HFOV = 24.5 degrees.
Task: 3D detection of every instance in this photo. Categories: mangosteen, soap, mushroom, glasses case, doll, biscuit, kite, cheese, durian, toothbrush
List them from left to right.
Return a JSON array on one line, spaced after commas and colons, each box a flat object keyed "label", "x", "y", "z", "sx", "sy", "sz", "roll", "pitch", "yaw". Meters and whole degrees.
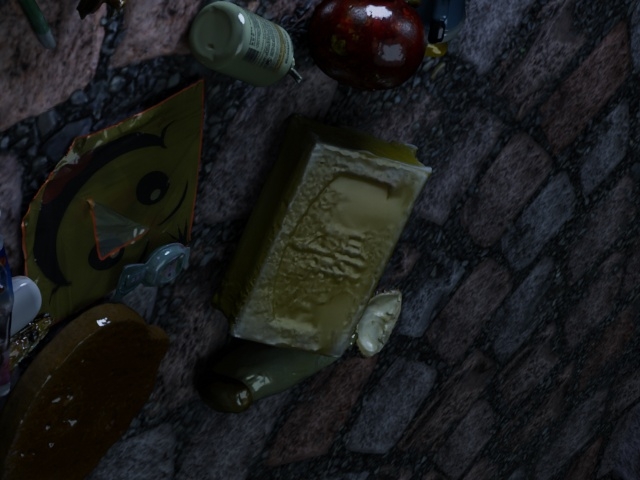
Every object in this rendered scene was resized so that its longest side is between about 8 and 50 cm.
[{"label": "glasses case", "x": -0.387, "y": 0.097, "z": 1.657, "sx": 0.164, "sy": 0.041, "sz": 0.063, "roll": -33, "pitch": 142, "yaw": -26}, {"label": "toothbrush", "x": -0.302, "y": -0.265, "z": 1.408, "sx": 0.024, "sy": 0.018, "sz": 0.257, "roll": -50, "pitch": 151, "yaw": -18}, {"label": "biscuit", "x": -0.309, "y": 0.200, "z": 1.885, "sx": 0.273, "sy": 0.049, "sz": 0.257, "roll": -54, "pitch": 154, "yaw": 6}, {"label": "kite", "x": -0.293, "y": 0.094, "z": 1.839, "sx": 0.044, "sy": 0.002, "sz": 0.078, "roll": -52, "pitch": 151, "yaw": 1}, {"label": "kite", "x": -0.235, "y": -0.033, "z": 1.770, "sx": 0.378, "sy": 0.013, "sz": 0.327, "roll": -55, "pitch": 152, "yaw": 2}, {"label": "cheese", "x": -0.210, "y": 0.036, "z": 1.854, "sx": 0.120, "sy": 0.026, "sz": 0.067, "roll": -25, "pitch": 143, "yaw": -43}, {"label": "mushroom", "x": -0.045, "y": 0.172, "z": 2.195, "sx": 0.333, "sy": 0.107, "sz": 0.087, "roll": -21, "pitch": 105, "yaw": -43}, {"label": "soap", "x": 0.000, "y": 0.000, "z": 1.993, "sx": 0.199, "sy": 0.091, "sz": 0.315, "roll": 15, "pitch": 113, "yaw": -25}, {"label": "durian", "x": 0.083, "y": 0.126, "z": 2.367, "sx": 0.052, "sy": 0.066, "sz": 0.130, "roll": 20, "pitch": 96, "yaw": -61}, {"label": "mangosteen", "x": 0.072, "y": -0.271, "z": 1.821, "sx": 0.181, "sy": 0.145, "sz": 0.156, "roll": -57, "pitch": -173, "yaw": -8}, {"label": "doll", "x": 0.170, "y": -0.373, "z": 1.845, "sx": 0.141, "sy": 0.177, "sz": 0.314, "roll": 7, "pitch": 140, "yaw": -8}]

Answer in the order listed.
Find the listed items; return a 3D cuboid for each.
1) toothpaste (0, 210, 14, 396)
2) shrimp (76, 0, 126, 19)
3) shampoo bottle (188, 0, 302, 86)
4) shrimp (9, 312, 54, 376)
[{"label": "toothpaste", "x": -0.375, "y": 0.072, "z": 1.592, "sx": 0.096, "sy": 0.061, "sz": 0.266, "roll": -14, "pitch": 126, "yaw": -34}, {"label": "shrimp", "x": -0.226, "y": -0.301, "z": 1.461, "sx": 0.132, "sy": 0.051, "sz": 0.188, "roll": -15, "pitch": 127, "yaw": -32}, {"label": "shampoo bottle", "x": -0.081, "y": -0.223, "z": 1.718, "sx": 0.079, "sy": 0.079, "sz": 0.162, "roll": -59, "pitch": 152, "yaw": 11}, {"label": "shrimp", "x": -0.385, "y": 0.152, "z": 1.728, "sx": 0.190, "sy": 0.042, "sz": 0.101, "roll": -45, "pitch": 163, "yaw": -2}]
